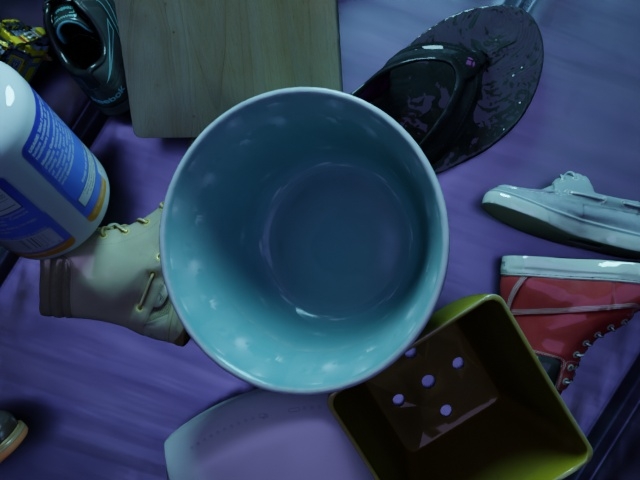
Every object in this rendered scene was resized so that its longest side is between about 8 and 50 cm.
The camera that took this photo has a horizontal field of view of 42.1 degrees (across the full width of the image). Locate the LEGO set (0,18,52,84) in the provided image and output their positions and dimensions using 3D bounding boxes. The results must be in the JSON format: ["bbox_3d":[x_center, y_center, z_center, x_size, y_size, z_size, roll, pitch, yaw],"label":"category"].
[{"bbox_3d":[-0.439,-0.299,0.922,0.255,0.331,0.192,48,118,15],"label":"LEGO set"}]

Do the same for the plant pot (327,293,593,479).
[{"bbox_3d":[0.141,0.187,0.954,0.212,0.187,0.212,-32,96,-1],"label":"plant pot"}]

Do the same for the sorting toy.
[{"bbox_3d":[-0.099,-0.256,0.966,0.255,0.089,0.257,1,110,13],"label":"sorting toy"}]

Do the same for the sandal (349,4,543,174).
[{"bbox_3d":[0.086,-0.138,1.012,0.446,0.107,0.167,-32,87,1],"label":"sandal"}]

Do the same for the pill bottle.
[{"bbox_3d":[-0.350,-0.098,0.885,0.152,0.272,0.152,-6,64,11],"label":"pill bottle"}]

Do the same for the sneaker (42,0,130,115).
[{"bbox_3d":[-0.288,-0.288,1.012,0.101,0.106,0.267,-24,78,11],"label":"sneaker"}]

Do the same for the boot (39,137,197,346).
[{"bbox_3d":[-0.234,-0.015,1.026,0.203,0.095,0.262,11,92,3],"label":"boot"}]

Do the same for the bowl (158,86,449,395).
[{"bbox_3d":[0.000,0.000,0.910,0.311,0.163,0.311,0,91,19],"label":"bowl"}]

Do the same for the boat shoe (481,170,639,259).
[{"bbox_3d":[0.313,-0.040,1.027,0.227,0.079,0.081,16,79,-3],"label":"boat shoe"}]

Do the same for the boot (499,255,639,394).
[{"bbox_3d":[0.342,0.109,1.014,0.244,0.088,0.176,1,89,9],"label":"boot"}]

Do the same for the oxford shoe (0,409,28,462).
[{"bbox_3d":[-0.536,0.249,0.988,0.363,0.130,0.133,-14,107,1],"label":"oxford shoe"}]

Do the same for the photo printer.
[{"bbox_3d":[-0.038,0.330,1.001,0.256,0.107,0.307,-17,88,1],"label":"photo printer"}]
